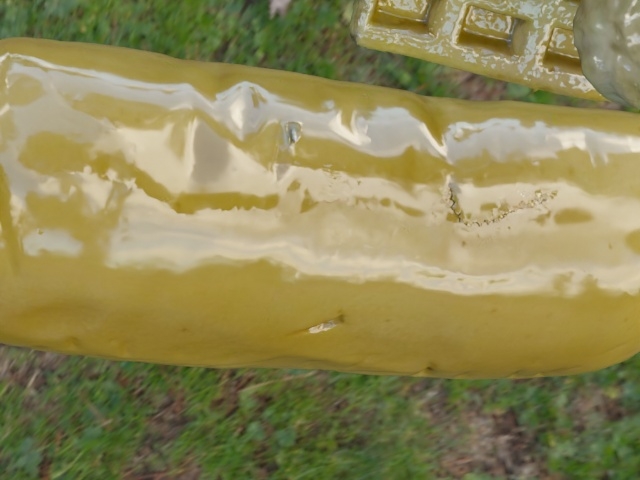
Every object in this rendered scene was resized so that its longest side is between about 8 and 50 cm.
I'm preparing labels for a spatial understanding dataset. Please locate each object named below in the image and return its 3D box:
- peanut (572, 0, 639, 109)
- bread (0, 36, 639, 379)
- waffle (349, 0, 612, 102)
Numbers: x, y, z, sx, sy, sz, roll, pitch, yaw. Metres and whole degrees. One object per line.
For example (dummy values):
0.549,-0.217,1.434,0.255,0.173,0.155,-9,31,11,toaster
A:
0.315,-0.159,1.013,0.290,0.130,0.130,-12,79,2,peanut
0.000,0.000,0.574,0.305,0.142,0.091,4,63,-16,bread
0.154,-0.231,1.115,0.221,0.248,0.055,12,33,-6,waffle
